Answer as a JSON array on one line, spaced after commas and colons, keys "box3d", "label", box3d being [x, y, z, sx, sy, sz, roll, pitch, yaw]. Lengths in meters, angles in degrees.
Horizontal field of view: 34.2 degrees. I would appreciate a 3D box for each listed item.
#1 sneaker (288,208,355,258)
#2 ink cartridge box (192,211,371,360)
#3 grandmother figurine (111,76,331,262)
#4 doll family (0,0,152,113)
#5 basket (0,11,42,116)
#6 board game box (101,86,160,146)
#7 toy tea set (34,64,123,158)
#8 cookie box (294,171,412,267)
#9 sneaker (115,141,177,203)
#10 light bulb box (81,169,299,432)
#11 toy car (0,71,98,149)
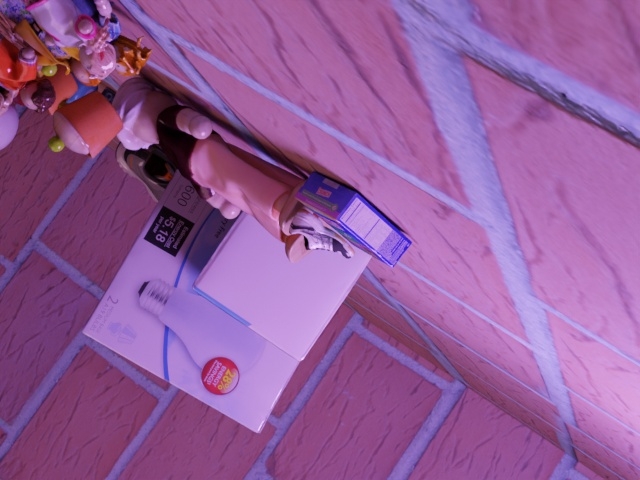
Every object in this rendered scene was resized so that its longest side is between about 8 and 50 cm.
[{"box3d": [0.000, 0.000, 1.191, 0.083, 0.037, 0.032, 36, 177, -12], "label": "sneaker"}, {"box3d": [-0.066, 0.050, 1.646, 0.198, 0.197, 0.270, 35, 175, -3], "label": "ink cartridge box"}, {"box3d": [-0.137, -0.102, 1.315, 0.342, 0.104, 0.208, 36, 149, 26], "label": "grandmother figurine"}, {"box3d": [-0.255, -0.215, 1.030, 0.163, 0.118, 0.263, 44, 154, -23], "label": "doll family"}, {"box3d": [-0.496, -0.238, 1.162, 0.299, 0.223, 0.213, 51, -150, -23], "label": "basket"}, {"box3d": [-0.299, -0.197, 1.844, 0.186, 0.026, 0.126, 35, 175, 3], "label": "board game box"}, {"box3d": [-0.397, -0.217, 1.335, 0.336, 0.124, 0.200, 39, 161, 37], "label": "toy tea set"}, {"box3d": [0.036, -0.024, 1.166, 0.107, 0.040, 0.092, 39, 175, -36], "label": "cookie box"}, {"box3d": [-0.350, -0.137, 2.375, 0.108, 0.100, 0.271, 23, 169, 42], "label": "sneaker"}, {"box3d": [-0.179, 0.106, 1.911, 0.361, 0.358, 0.225, 29, 176, -1], "label": "light bulb box"}, {"box3d": [-0.546, -0.229, 1.766, 0.219, 0.238, 0.210, 32, -171, 10], "label": "toy car"}]
